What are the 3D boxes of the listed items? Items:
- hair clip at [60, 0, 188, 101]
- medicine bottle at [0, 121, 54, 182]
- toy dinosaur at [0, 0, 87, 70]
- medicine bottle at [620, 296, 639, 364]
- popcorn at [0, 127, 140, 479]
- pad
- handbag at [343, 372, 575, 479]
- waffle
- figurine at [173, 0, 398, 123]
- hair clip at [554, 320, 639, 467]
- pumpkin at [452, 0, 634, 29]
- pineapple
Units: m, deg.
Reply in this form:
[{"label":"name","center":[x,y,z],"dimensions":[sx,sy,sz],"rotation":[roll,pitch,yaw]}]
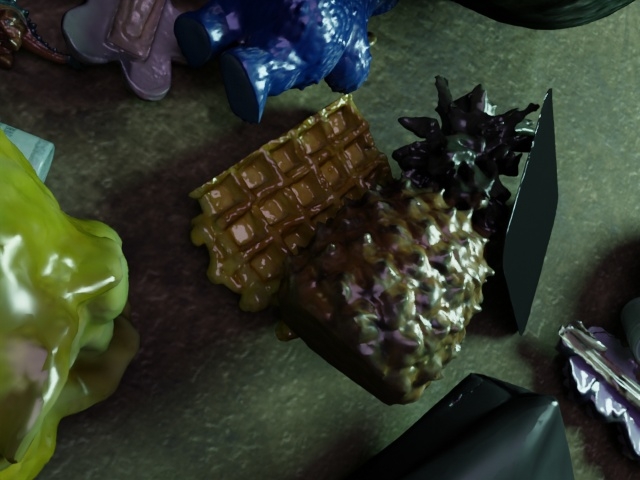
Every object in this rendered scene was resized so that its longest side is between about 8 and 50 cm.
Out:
[{"label":"hair clip","center":[-0.156,-0.261,0.623],"dimensions":[0.146,0.075,0.257],"rotation":[23,79,-35]},{"label":"medicine bottle","center":[-0.353,-0.082,0.507],"dimensions":[0.258,0.079,0.124],"rotation":[19,71,-19]},{"label":"toy dinosaur","center":[-0.280,-0.188,0.571],"dimensions":[0.154,0.049,0.055],"rotation":[24,57,-28]},{"label":"medicine bottle","center":[0.388,0.108,0.760],"dimensions":[0.058,0.058,0.091],"rotation":[53,24,-6]},{"label":"popcorn","center":[-0.287,0.077,0.413],"dimensions":[0.293,0.292,0.334],"rotation":[43,75,3]},{"label":"pad","center":[0.218,-0.015,0.662],"dimensions":[0.004,0.267,0.181],"rotation":[13,72,26]},{"label":"handbag","center":[0.116,0.314,0.601],"dimensions":[0.342,0.152,0.287],"rotation":[-26,103,-20]},{"label":"waffle","center":[0.000,0.000,0.646],"dimensions":[0.229,0.057,0.219],"rotation":[-38,96,-24]},{"label":"figurine","center":[-0.008,-0.220,0.624],"dimensions":[0.164,0.121,0.262],"rotation":[40,56,-3]},{"label":"hair clip","center":[0.375,0.197,0.758],"dimensions":[0.292,0.084,0.106],"rotation":[40,72,-5]},{"label":"pumpkin","center":[0.177,-0.420,0.624],"dimensions":[0.454,0.344,0.454],"rotation":[34,39,-33]},{"label":"pineapple","center":[0.109,-0.027,0.584],"dimensions":[0.169,0.169,0.340],"rotation":[44,68,-10]}]
